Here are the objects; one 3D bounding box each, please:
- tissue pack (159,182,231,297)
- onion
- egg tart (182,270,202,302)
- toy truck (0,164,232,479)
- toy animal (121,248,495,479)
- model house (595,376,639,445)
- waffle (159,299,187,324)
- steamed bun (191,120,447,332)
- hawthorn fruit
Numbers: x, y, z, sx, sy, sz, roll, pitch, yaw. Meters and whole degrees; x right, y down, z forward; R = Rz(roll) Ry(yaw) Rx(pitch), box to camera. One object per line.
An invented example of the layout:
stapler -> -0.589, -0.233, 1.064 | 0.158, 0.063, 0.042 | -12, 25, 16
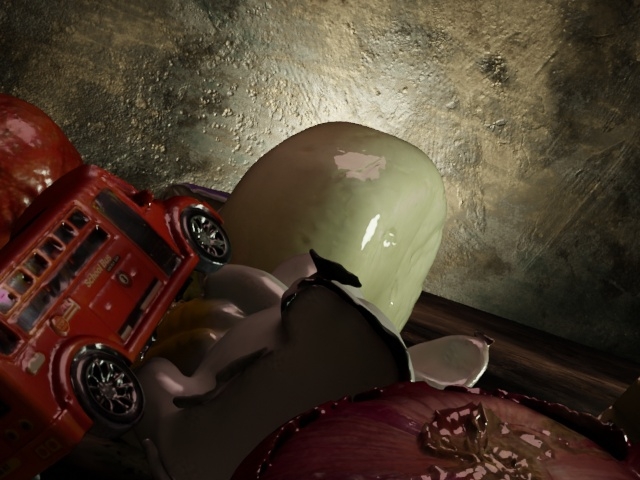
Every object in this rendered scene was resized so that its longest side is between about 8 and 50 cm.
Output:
tissue pack -> -0.082, 0.028, 1.634 | 0.242, 0.160, 0.338 | 20, 4, 24
onion -> 0.073, 0.159, 0.495 | 0.248, 0.161, 0.248 | 9, 0, 0
egg tart -> -0.247, 0.027, 1.422 | 0.197, 0.078, 0.197 | 17, 3, -1
toy truck -> -0.147, 0.039, 0.619 | 0.114, 0.107, 0.253 | 46, 28, -13
toy animal -> -0.008, 0.107, 0.758 | 0.247, 0.183, 0.310 | 25, -1, 5
model house -> 0.387, 0.258, 1.072 | 0.176, 0.181, 0.248 | -29, 65, -30
waffle -> -0.187, 0.087, 1.277 | 0.092, 0.021, 0.135 | 21, 4, 36
steamed bun -> 0.000, 0.000, 1.312 | 0.233, 0.312, 0.334 | 25, -2, 21
hawthorn fruit -> -0.367, -0.062, 1.231 | 0.253, 0.205, 0.205 | 30, 8, 29
